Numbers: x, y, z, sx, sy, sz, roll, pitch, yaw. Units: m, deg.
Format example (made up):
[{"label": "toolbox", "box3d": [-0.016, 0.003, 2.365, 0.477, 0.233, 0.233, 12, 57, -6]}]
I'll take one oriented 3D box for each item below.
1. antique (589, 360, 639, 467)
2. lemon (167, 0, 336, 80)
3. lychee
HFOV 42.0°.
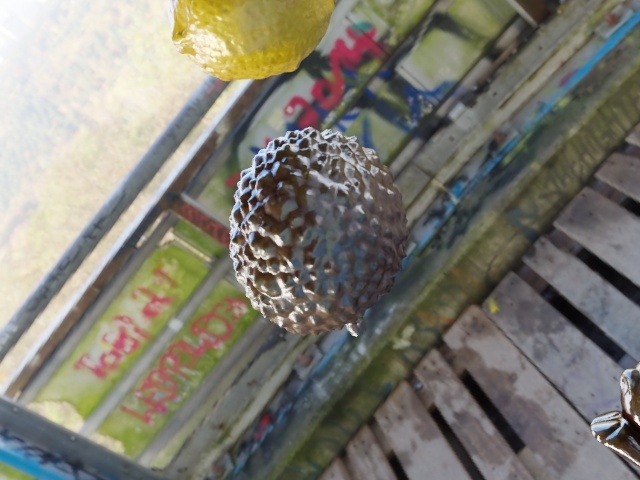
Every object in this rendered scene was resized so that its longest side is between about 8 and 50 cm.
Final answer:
[{"label": "antique", "box3d": [0.483, 0.237, 1.021, 0.143, 0.257, 0.121, -65, -17, 15]}, {"label": "lemon", "box3d": [-0.060, -0.228, 0.804, 0.187, 0.142, 0.142, -25, 15, -24]}, {"label": "lychee", "box3d": [0.000, 0.000, 0.863, 0.200, 0.238, 0.200, -17, 30, 10]}]
